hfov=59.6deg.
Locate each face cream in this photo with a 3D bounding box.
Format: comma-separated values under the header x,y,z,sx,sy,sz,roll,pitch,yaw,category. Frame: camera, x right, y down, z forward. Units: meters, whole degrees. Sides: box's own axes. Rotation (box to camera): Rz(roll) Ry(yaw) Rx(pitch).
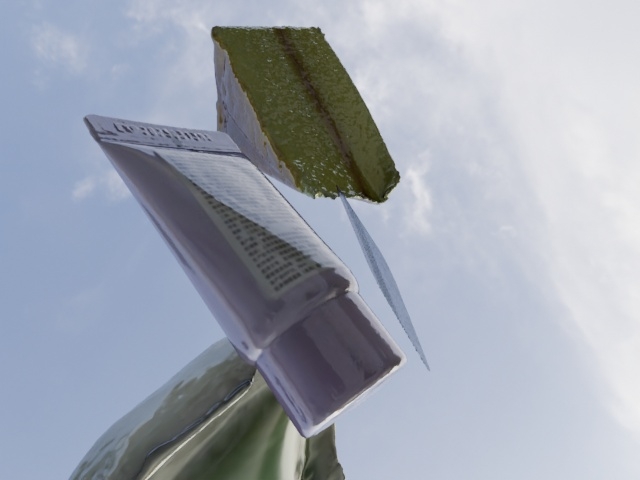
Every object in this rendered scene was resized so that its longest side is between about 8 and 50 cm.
x,y,z,sx,sy,sz,roll,pitch,yaw,category
-0.053,0.006,0.419,0.154,0.096,0.274,-9,-123,-54,face cream

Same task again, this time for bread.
x,y,z,sx,sy,sz,roll,pitch,yaw,category
-0.013,-0.222,0.961,0.233,0.361,0.245,-12,-60,-29,bread

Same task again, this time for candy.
x,y,z,sx,sy,sz,roll,pitch,yaw,category
-0.152,0.312,0.728,0.426,0.186,0.386,-30,-52,-35,candy

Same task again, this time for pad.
x,y,z,sx,sy,sz,roll,pitch,yaw,category
0.018,-0.016,0.647,0.055,0.250,0.323,-41,-64,9,pad
